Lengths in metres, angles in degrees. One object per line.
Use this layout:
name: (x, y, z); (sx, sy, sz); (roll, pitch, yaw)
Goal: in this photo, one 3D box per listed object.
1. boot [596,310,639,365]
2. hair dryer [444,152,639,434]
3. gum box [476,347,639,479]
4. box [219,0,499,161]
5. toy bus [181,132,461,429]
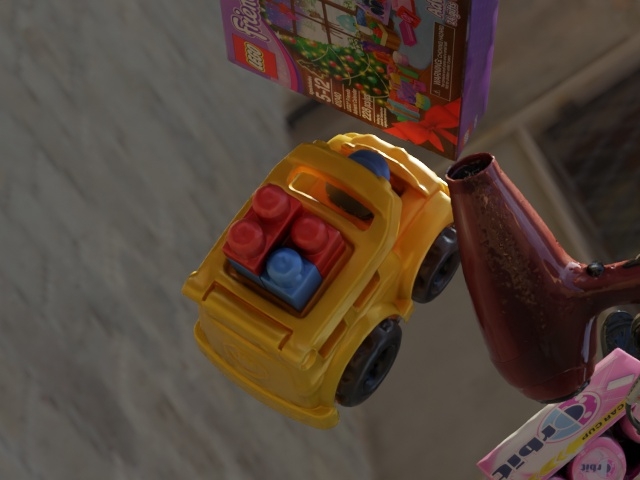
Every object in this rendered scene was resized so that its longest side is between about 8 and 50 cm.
boot: (0.303, 0.135, 1.883); (0.099, 0.045, 0.121); (165, -91, -71)
hair dryer: (0.210, 0.027, 1.258); (0.293, 0.223, 0.080); (26, 25, -8)
gum box: (0.241, 0.192, 1.665); (0.062, 0.188, 0.107); (53, -5, -19)
box: (0.023, -0.183, 1.256); (0.201, 0.057, 0.293); (25, -23, 14)
toy bus: (0.000, 0.000, 1.328); (0.149, 0.220, 0.211); (31, -15, 20)
